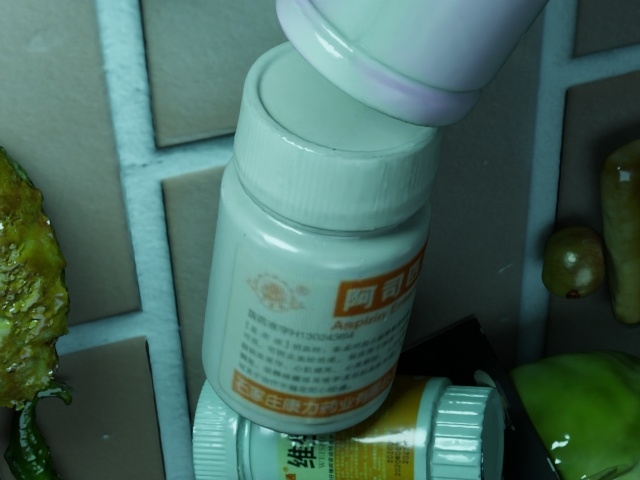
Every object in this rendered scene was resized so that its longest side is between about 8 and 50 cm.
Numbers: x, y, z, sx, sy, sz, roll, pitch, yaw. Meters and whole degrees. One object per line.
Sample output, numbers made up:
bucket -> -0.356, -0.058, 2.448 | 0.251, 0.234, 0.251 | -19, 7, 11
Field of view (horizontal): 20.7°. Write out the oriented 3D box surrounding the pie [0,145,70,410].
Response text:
pie -> -0.389, 0.025, 1.654 | 0.288, 0.103, 0.354 | -22, 123, -3

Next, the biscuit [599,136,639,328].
biscuit -> 0.427, -0.033, 1.989 | 0.237, 0.062, 0.290 | -23, 138, -5

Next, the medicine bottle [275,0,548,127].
medicine bottle -> 0.124, -0.280, 1.514 | 0.212, 0.212, 0.325 | 13, 126, -33

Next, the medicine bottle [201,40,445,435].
medicine bottle -> 0.000, 0.000, 1.731 | 0.211, 0.211, 0.371 | -6, 134, -18

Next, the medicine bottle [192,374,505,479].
medicine bottle -> 0.035, 0.220, 1.902 | 0.318, 0.158, 0.158 | 2, 139, 16

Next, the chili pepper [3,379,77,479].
chili pepper -> -0.295, 0.297, 1.999 | 0.085, 0.076, 0.359 | 2, 136, 8

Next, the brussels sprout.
brussels sprout -> 0.354, 0.319, 2.093 | 0.361, 0.342, 0.425 | -29, 133, 17

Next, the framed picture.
framed picture -> 0.078, 0.250, 1.978 | 0.324, 0.244, 0.013 | -26, 145, 1

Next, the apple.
apple -> 0.284, 0.025, 1.975 | 0.071, 0.084, 0.084 | -1, 135, 4
